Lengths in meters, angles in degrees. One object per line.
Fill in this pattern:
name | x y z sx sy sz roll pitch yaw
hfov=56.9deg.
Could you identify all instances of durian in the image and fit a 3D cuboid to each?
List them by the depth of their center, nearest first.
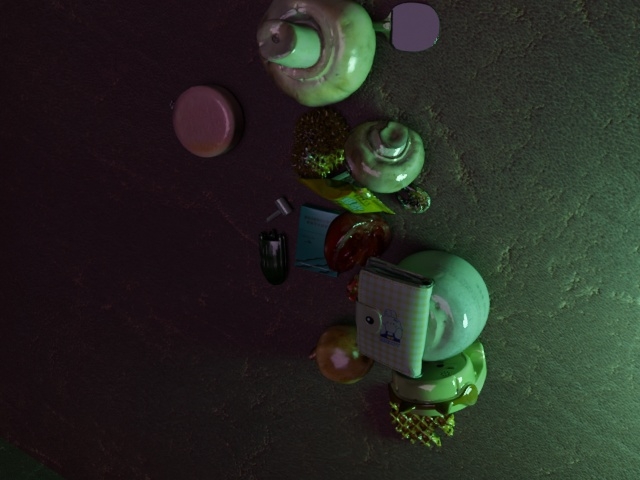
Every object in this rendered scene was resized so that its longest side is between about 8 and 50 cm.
durian | -0.007 -0.300 1.865 0.183 0.138 0.249 14 106 27

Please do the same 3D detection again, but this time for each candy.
candy | 0.068 -0.138 1.813 0.297 0.187 0.081 15 83 42
candy | -0.387 -0.409 2.002 0.256 0.094 0.255 7 110 20

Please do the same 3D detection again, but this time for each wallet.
wallet | 0.197 0.217 1.645 0.224 0.077 0.309 16 121 24

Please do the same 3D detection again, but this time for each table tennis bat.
table tennis bat | 0.224 -0.620 1.718 0.247 0.022 0.138 9 111 19

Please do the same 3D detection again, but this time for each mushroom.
mushroom | -0.016 -0.573 1.689 0.325 0.353 0.353 -28 96 2
mushroom | 0.182 -0.252 1.736 0.255 0.255 0.184 43 152 5

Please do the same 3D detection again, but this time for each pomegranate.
pomegranate | 0.082 0.388 2.025 0.207 0.207 0.207 7 110 21

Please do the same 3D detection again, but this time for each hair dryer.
hair dryer | -0.155 -0.098 2.049 0.124 0.038 0.063 -34 91 35

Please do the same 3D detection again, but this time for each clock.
clock | 0.351 0.425 1.830 0.286 0.348 0.117 -6 105 24

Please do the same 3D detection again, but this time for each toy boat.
toy boat | -0.168 0.064 2.095 0.104 0.052 0.210 3 110 19

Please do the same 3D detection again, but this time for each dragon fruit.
dragon fruit | 0.127 0.157 1.981 0.081 0.086 0.116 14 122 12

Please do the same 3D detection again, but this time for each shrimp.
shrimp | 0.268 -0.147 1.850 0.161 0.034 0.091 44 119 3

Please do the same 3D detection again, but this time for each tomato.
tomato | 0.100 -0.014 1.884 0.139 0.233 0.200 45 129 36

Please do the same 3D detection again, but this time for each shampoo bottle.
shampoo bottle | 0.337 0.195 1.776 0.323 0.317 0.322 6 108 19

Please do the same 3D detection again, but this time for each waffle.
waffle | 0.351 0.610 2.061 0.232 0.051 0.228 -1 107 24

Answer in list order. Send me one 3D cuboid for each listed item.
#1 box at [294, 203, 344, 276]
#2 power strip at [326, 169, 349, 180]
box | 0.000 0.000 2.007 0.161 0.042 0.226 14 112 18
power strip | 0.067 -0.209 1.905 0.136 0.051 0.019 -24 100 27
